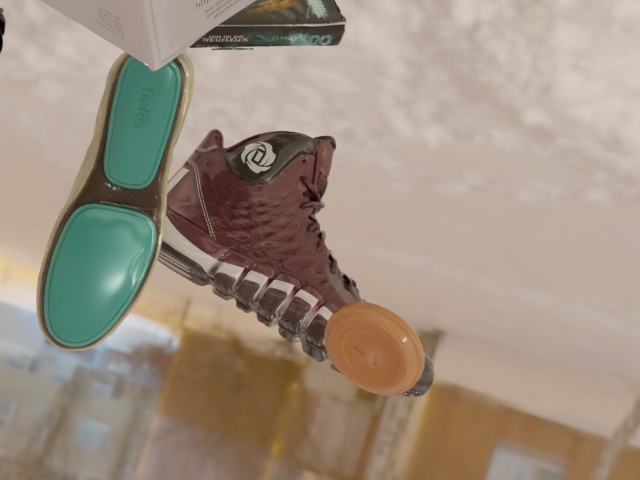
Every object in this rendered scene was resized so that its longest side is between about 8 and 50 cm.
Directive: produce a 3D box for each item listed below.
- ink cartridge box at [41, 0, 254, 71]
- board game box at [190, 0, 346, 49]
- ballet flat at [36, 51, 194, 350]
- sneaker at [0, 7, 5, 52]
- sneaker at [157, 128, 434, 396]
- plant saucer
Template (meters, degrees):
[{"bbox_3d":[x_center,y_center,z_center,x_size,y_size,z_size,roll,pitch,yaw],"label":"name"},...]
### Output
[{"bbox_3d":[-0.173,-0.293,1.005,0.309,0.130,0.272,33,147,30],"label":"ink cartridge box"},{"bbox_3d":[-0.071,-0.217,1.309,0.126,0.026,0.186,-4,-130,-28],"label":"board game box"},{"bbox_3d":[-0.155,-0.036,1.326,0.086,0.248,0.086,21,-173,-3],"label":"ballet flat"},{"bbox_3d":[-0.365,-0.183,1.703,0.118,0.083,0.222,19,164,7],"label":"sneaker"},{"bbox_3d":[0.000,0.000,1.424,0.281,0.163,0.106,32,168,-1],"label":"sneaker"},{"bbox_3d":[0.040,0.085,1.324,0.083,0.084,0.013,15,-142,22],"label":"plant saucer"}]
